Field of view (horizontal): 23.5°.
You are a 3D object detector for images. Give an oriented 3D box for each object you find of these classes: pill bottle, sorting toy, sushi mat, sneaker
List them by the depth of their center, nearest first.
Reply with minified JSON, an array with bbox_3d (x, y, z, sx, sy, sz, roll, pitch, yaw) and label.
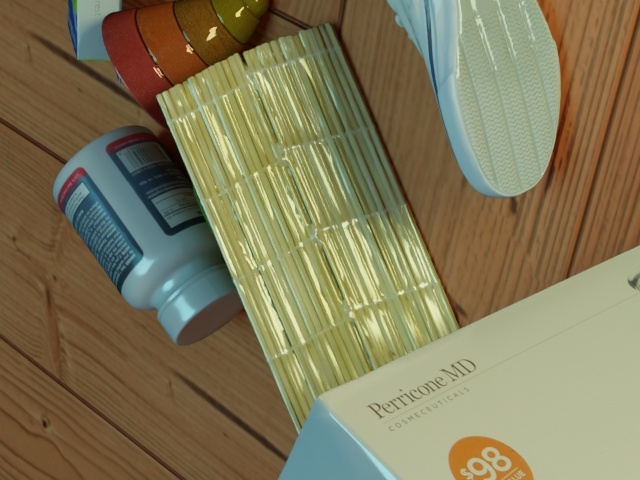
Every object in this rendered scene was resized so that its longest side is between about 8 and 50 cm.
[{"bbox_3d":[0.098,-0.156,1.073,0.091,0.094,0.258,-5,97,64],"label":"sneaker"},{"bbox_3d":[0.000,0.000,1.187,0.019,0.151,0.317,143,105,-82],"label":"sushi mat"},{"bbox_3d":[-0.032,-0.062,1.240,0.126,0.127,0.366,-33,83,16],"label":"sorting toy"},{"bbox_3d":[-0.144,-0.001,1.345,0.180,0.108,0.108,53,135,17],"label":"pill bottle"}]

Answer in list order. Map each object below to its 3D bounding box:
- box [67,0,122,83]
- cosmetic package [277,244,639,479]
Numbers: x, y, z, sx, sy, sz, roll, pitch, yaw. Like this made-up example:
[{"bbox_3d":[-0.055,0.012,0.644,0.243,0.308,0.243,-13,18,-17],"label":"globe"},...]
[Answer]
[{"bbox_3d":[-0.194,-0.236,1.320,0.109,0.042,0.178,-116,28,-62],"label":"box"},{"bbox_3d":[0.201,0.149,0.858,0.284,0.377,0.097,41,129,26],"label":"cosmetic package"}]
